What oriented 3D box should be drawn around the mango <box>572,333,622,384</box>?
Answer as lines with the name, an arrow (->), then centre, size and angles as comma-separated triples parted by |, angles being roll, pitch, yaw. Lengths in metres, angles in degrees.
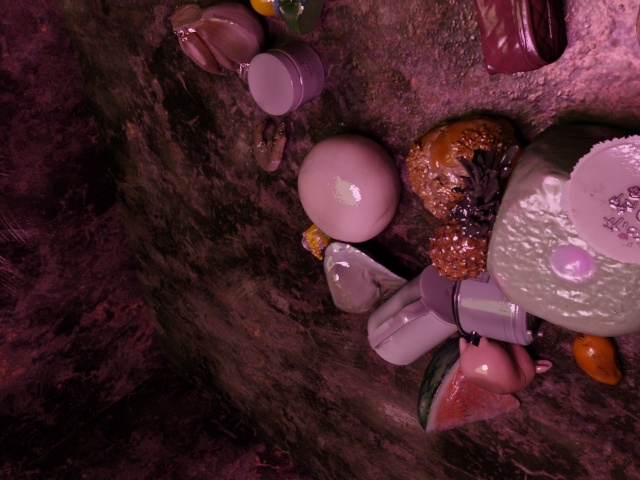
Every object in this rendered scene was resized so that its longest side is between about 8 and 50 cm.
mango -> 0.692, 0.301, 1.333 | 0.105, 0.084, 0.159 | -9, 111, 54

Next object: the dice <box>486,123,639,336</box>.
dice -> 0.538, -0.032, 1.055 | 0.318, 0.330, 0.322 | 23, 132, 27

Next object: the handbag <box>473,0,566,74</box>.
handbag -> 0.395, -0.445, 1.041 | 0.135, 0.146, 0.225 | 5, 119, 47

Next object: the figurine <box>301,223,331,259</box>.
figurine -> 0.000, 0.000, 1.809 | 0.156, 0.095, 0.115 | -37, 78, 55

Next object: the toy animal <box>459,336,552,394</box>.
toy animal -> 0.495, 0.345, 1.459 | 0.166, 0.250, 0.154 | -29, 54, 48

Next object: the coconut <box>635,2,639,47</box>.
coconut -> 0.630, -0.348, 0.692 | 0.404, 0.404, 0.404 | 26, 134, 31

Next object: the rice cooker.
rice cooker -> 0.448, 0.136, 1.343 | 0.227, 0.241, 0.280 | 8, 78, 37

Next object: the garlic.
garlic -> -0.286, -0.597, 1.565 | 0.237, 0.292, 0.210 | -48, 45, 19

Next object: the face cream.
face cream -> -0.097, -0.467, 1.524 | 0.177, 0.153, 0.177 | 25, 134, 29

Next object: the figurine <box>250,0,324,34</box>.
figurine -> -0.097, -0.671, 1.406 | 0.234, 0.127, 0.185 | 47, 137, 25

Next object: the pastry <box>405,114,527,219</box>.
pastry -> 0.342, -0.165, 1.291 | 0.311, 0.162, 0.255 | -12, 106, 48

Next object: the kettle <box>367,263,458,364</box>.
kettle -> 0.272, 0.219, 1.567 | 0.265, 0.205, 0.318 | 13, 146, -20

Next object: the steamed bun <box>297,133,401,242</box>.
steamed bun -> 0.072, -0.145, 1.544 | 0.324, 0.206, 0.324 | 27, 135, 30

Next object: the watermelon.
watermelon -> 0.444, 0.441, 1.674 | 0.250, 0.292, 0.283 | -115, 43, -61

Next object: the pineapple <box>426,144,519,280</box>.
pineapple -> 0.338, -0.067, 1.151 | 0.165, 0.165, 0.364 | 33, 143, 24

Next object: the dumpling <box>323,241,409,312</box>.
dumpling -> 0.115, 0.133, 1.681 | 0.270, 0.320, 0.212 | 36, 97, 10

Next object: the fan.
fan -> 0.513, -0.100, 0.742 | 0.233, 0.012, 0.415 | 39, 146, 12

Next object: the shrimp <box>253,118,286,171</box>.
shrimp -> -0.167, -0.338, 1.769 | 0.145, 0.059, 0.254 | 51, 147, 20
